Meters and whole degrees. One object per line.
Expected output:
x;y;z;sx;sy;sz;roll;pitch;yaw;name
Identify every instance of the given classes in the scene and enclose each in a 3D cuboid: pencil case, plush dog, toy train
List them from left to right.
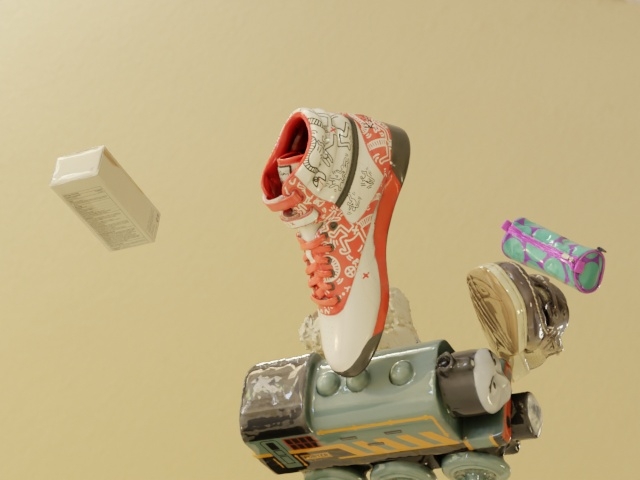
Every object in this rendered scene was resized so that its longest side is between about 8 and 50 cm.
0.046;0.214;1.853;0.211;0.225;0.262;56;-152;11;plush dog
0.070;0.196;1.313;0.333;0.142;0.190;-12;142;27;toy train
0.317;0.018;1.613;0.070;0.064;0.151;36;175;-41;pencil case

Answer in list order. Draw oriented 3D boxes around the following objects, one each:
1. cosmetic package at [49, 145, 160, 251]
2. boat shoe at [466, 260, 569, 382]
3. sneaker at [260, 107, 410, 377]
-0.218;-0.041;1.208;0.060;0.041;0.115;-11;139;20;cosmetic package
0.225;0.078;1.301;0.103;0.092;0.285;60;178;25;boat shoe
-0.001;-0.001;1.206;0.145;0.270;0.090;12;178;-34;sneaker
